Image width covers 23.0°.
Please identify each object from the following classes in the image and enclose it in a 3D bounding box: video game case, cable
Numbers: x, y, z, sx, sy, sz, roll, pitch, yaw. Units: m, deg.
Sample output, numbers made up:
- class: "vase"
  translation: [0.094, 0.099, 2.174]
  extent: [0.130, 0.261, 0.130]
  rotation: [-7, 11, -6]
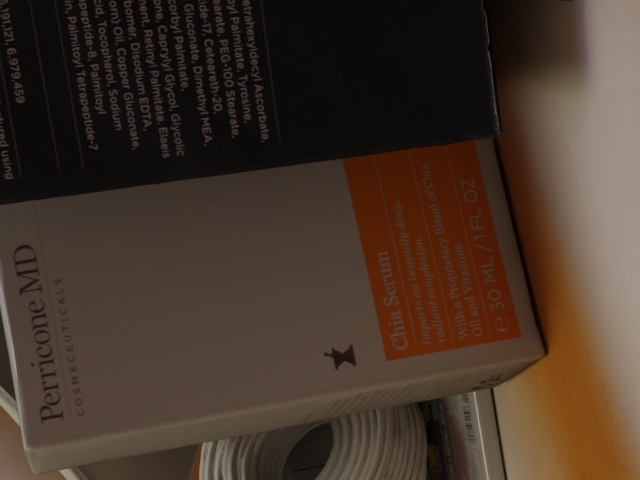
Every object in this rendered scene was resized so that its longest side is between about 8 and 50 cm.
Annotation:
- class: "video game case"
  translation: [0.134, 0.229, 1.635]
  extent: [0.183, 0.023, 0.201]
  rotation: [-7, 93, 63]
- class: "cable"
  translation: [-0.010, 0.230, 1.655]
  extent: [0.089, 0.257, 0.257]
  rotation: [40, -127, -44]

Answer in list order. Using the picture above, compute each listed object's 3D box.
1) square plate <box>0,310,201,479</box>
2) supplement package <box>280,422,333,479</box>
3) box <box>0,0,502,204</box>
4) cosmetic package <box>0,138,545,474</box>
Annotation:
- class: "square plate"
  translation: [-0.229, 0.105, 1.602]
  extent: [0.344, 0.049, 0.347]
  rotation: [55, -151, -29]
- class: "supplement package"
  translation: [0.031, 0.259, 1.871]
  extent: [0.262, 0.198, 0.199]
  rotation: [-111, 15, -45]
- class: "box"
  translation: [-0.126, -0.232, 1.342]
  extent: [0.480, 0.472, 0.297]
  rotation: [-102, 3, -76]
- class: "cosmetic package"
  translation: [-0.054, 0.049, 1.408]
  extent: [0.161, 0.453, 0.230]
  rotation: [119, 140, -73]
